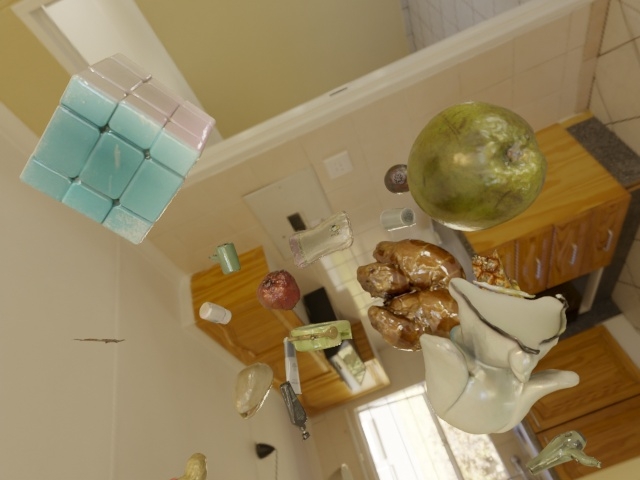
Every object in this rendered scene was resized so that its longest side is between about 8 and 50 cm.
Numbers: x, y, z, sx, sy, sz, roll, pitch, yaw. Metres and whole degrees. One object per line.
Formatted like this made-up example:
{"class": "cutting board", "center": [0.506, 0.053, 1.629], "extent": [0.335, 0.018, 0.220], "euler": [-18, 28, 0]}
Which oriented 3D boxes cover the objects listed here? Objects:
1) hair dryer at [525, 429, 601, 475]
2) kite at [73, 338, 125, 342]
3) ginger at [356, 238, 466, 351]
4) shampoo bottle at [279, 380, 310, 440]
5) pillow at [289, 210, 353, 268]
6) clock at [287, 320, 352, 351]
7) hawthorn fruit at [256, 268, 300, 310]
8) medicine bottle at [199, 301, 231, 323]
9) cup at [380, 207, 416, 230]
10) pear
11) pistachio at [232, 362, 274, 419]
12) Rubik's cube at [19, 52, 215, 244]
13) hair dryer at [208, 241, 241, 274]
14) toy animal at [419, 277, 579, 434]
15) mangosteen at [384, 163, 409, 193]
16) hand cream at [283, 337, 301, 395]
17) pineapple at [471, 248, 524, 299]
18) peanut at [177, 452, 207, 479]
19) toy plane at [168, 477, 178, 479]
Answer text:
{"class": "hair dryer", "center": [0.795, 0.732, 1.533], "extent": [0.088, 0.219, 0.225], "euler": [59, -166, 6]}
{"class": "kite", "center": [-0.725, 0.335, 1.539], "extent": [0.190, 0.159, 0.010], "euler": [17, -105, -51]}
{"class": "ginger", "center": [0.237, 0.132, 1.158], "extent": [0.152, 0.275, 0.357], "euler": [88, 172, -52]}
{"class": "shampoo bottle", "center": [-0.059, 0.398, 1.079], "extent": [0.048, 0.027, 0.137], "euler": [-26, -86, -54]}
{"class": "pillow", "center": [0.000, 0.000, 1.478], "extent": [0.038, 0.233, 0.130], "euler": [24, -134, -56]}
{"class": "clock", "center": [-0.017, 0.413, 1.986], "extent": [0.308, 0.235, 0.096], "euler": [5, -104, -65]}
{"class": "hawthorn fruit", "center": [-0.139, 0.188, 1.627], "extent": [0.172, 0.148, 0.148], "euler": [50, -166, -39]}
{"class": "medicine bottle", "center": [-0.314, 0.219, 1.380], "extent": [0.089, 0.052, 0.052], "euler": [33, -151, -47]}
{"class": "cup", "center": [0.270, -0.069, 1.540], "extent": [0.116, 0.104, 0.074], "euler": [-7, 65, 63]}
{"class": "pear", "center": [0.406, -0.194, 1.266], "extent": [0.351, 0.352, 0.413], "euler": [66, 163, -4]}
{"class": "pistachio", "center": [-0.218, 0.474, 1.470], "extent": [0.184, 0.125, 0.124], "euler": [-79, -28, -44]}
{"class": "Rubik's cube", "center": [-0.503, -0.244, 1.205], "extent": [0.316, 0.322, 0.318], "euler": [34, -158, -22]}
{"class": "hair dryer", "center": [-0.253, 0.045, 1.154], "extent": [0.150, 0.047, 0.071], "euler": [-4, 104, 54]}
{"class": "toy animal", "center": [0.306, 0.214, 0.799], "extent": [0.174, 0.249, 0.289], "euler": [-72, -27, -56]}
{"class": "mangosteen", "center": [0.326, -0.249, 1.873], "extent": [0.140, 0.140, 0.140], "euler": [-23, -90, -86]}
{"class": "hand cream", "center": [-0.131, 0.562, 2.063], "extent": [0.079, 0.048, 0.255], "euler": [15, -126, -39]}
{"class": "pineapple", "center": [0.478, 0.140, 1.206], "extent": [0.233, 0.080, 0.135], "euler": [41, -137, -31]}
{"class": "peanut", "center": [-0.398, 0.735, 1.403], "extent": [0.082, 0.082, 0.187], "euler": [65, -150, -22]}
{"class": "toy plane", "center": [-0.430, 0.761, 1.288], "extent": [0.061, 0.130, 0.189], "euler": [-123, 26, -84]}
